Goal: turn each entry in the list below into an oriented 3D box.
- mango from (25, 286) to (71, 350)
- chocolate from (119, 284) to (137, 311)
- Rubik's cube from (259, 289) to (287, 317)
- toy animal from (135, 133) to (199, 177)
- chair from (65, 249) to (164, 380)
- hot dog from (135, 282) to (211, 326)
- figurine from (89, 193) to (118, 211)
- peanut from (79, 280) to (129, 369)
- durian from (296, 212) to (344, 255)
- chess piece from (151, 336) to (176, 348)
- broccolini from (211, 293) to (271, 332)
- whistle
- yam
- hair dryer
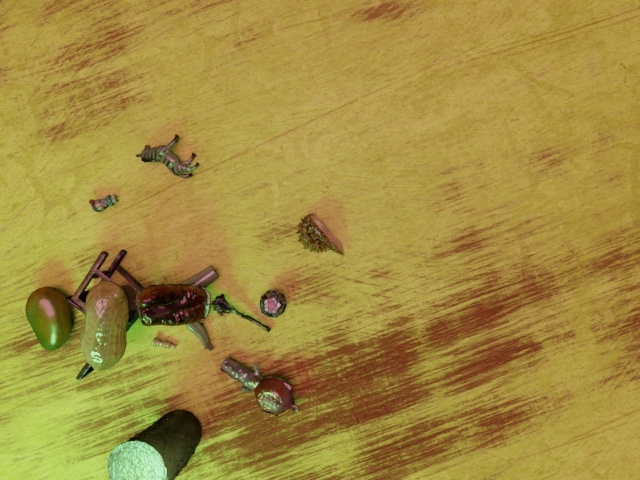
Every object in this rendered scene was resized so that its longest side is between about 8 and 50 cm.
[{"bbox_3d":[-1.057,0.305,1.663,0.156,0.114,0.251,-12,90,-6],"label":"mango"},{"bbox_3d":[-0.692,0.210,1.514,0.064,0.031,0.101,-12,97,1],"label":"chocolate"},{"bbox_3d":[-0.185,0.247,1.656,0.093,0.111,0.111,32,91,28],"label":"Rubik's cube"},{"bbox_3d":[-0.595,-0.319,1.670,0.176,0.073,0.217,-42,95,7],"label":"toy animal"},{"bbox_3d":[-0.832,0.270,1.620,0.240,0.203,0.416,41,90,-4],"label":"chair"},{"bbox_3d":[-0.531,0.238,1.549,0.270,0.081,0.163,2,103,-33],"label":"hot dog"},{"bbox_3d":[-0.858,-0.152,1.687,0.105,0.047,0.060,-23,99,-1],"label":"figurine"},{"bbox_3d":[-0.734,0.286,1.450,0.152,0.152,0.313,12,106,1],"label":"peanut"},{"bbox_3d":[0.003,-0.005,1.656,0.224,0.078,0.140,33,91,2],"label":"durian"},{"bbox_3d":[-0.621,0.413,1.698,0.092,0.035,0.035,14,91,-3],"label":"chess piece"},{"bbox_3d":[-0.306,0.293,1.660,0.254,0.057,0.071,29,109,-6],"label":"broccolini"},{"bbox_3d":[-0.232,0.565,1.650,0.346,0.134,0.142,28,128,8],"label":"whistle"},{"bbox_3d":[-0.589,0.768,1.555,0.240,0.348,0.241,0,88,7],"label":"yam"},{"bbox_3d":[-0.478,0.244,1.675,0.298,0.119,0.296,34,87,-15],"label":"hair dryer"}]
